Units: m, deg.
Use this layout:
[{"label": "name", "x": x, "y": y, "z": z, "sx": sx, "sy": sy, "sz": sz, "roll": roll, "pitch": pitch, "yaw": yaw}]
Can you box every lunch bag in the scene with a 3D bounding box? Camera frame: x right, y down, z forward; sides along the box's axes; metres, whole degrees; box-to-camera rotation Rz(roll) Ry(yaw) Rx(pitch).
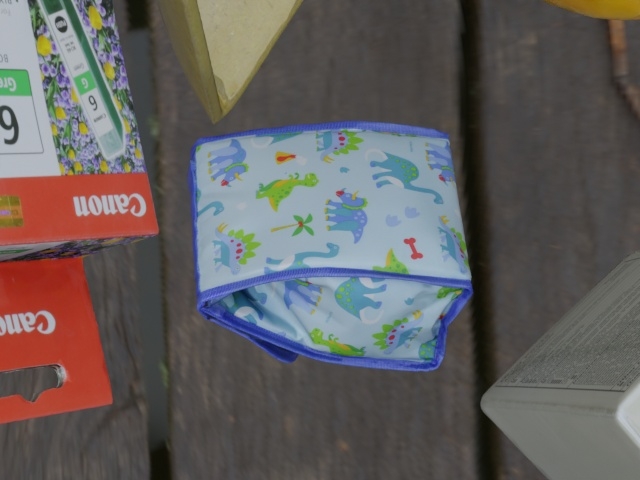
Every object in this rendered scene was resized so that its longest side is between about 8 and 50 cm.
[{"label": "lunch bag", "x": 0.000, "y": 0.000, "z": 1.065, "sx": 0.151, "sy": 0.129, "sz": 0.096, "roll": 7, "pitch": 134, "yaw": -14}]

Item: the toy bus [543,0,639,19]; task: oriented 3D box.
[{"label": "toy bus", "x": 0.191, "y": -0.141, "z": 0.414, "sx": 0.333, "sy": 0.130, "sz": 0.108, "roll": -16, "pitch": 108, "yaw": -13}]

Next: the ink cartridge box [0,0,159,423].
[{"label": "ink cartridge box", "x": -0.070, "y": -0.016, "z": 0.438, "sx": 0.029, "sy": 0.063, "sz": 0.115, "roll": -15, "pitch": 84, "yaw": 33}]

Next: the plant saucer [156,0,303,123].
[{"label": "plant saucer", "x": -0.014, "y": -0.263, "z": 1.075, "sx": 0.081, "sy": 0.333, "sz": 0.332, "roll": 31, "pitch": 79, "yaw": 7}]

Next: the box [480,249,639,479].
[{"label": "box", "x": 0.203, "y": 0.084, "z": 1.008, "sx": 0.148, "sy": 0.311, "sz": 0.121, "roll": -44, "pitch": 92, "yaw": -6}]
